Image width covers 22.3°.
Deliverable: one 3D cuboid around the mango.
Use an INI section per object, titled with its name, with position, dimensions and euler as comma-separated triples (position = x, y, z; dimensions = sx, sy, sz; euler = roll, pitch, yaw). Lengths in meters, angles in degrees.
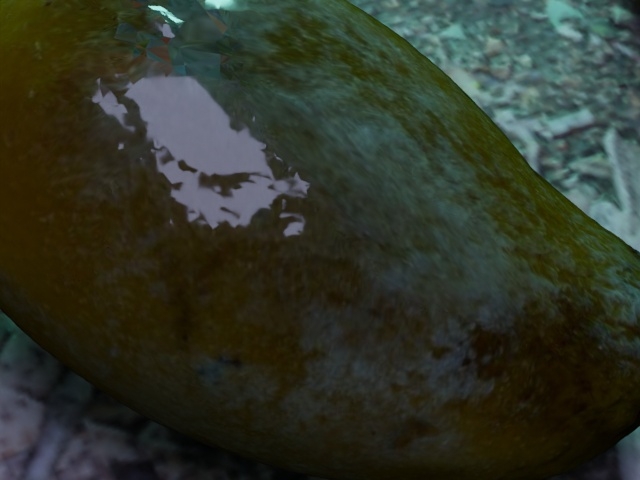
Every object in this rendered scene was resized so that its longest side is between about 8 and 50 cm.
[mango]
position = 0.000, 0.000, 0.637
dimensions = 0.316, 0.146, 0.193
euler = 26, 55, -8
